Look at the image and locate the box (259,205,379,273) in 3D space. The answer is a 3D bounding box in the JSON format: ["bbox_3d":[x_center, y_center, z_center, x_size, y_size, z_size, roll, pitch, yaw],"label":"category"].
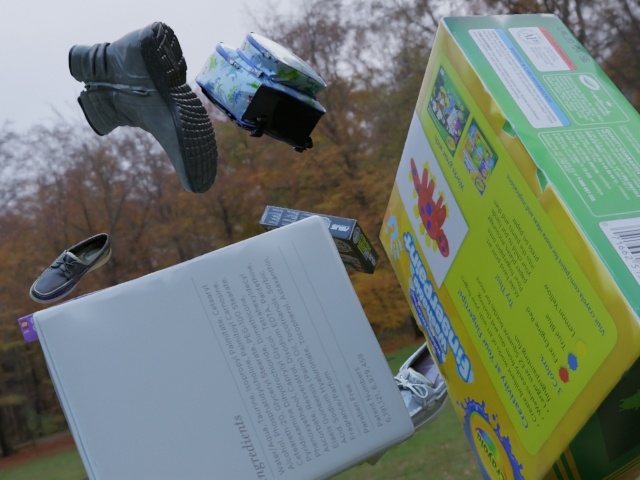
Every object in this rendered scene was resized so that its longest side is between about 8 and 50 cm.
[{"bbox_3d":[0.000,0.000,2.052,0.270,0.060,0.216,10,-22,26],"label":"box"}]

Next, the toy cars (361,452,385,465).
[{"bbox_3d":[0.096,0.463,1.726,0.176,0.087,0.393,-47,-11,-12],"label":"toy cars"}]

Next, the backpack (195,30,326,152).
[{"bbox_3d":[-0.058,-0.155,0.759,0.105,0.114,0.084,11,-66,-55],"label":"backpack"}]

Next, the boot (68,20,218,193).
[{"bbox_3d":[-0.249,-0.173,1.073,0.161,0.246,0.083,-13,12,24],"label":"boot"}]

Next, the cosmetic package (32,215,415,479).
[{"bbox_3d":[-0.148,0.209,1.073,0.394,0.327,0.329,-20,-9,-22],"label":"cosmetic package"}]

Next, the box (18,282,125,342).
[{"bbox_3d":[-0.470,0.138,1.655,0.201,0.057,0.293,-20,-1,27],"label":"box"}]

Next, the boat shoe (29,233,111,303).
[{"bbox_3d":[-0.559,0.054,1.711,0.223,0.080,0.073,-43,-18,-42],"label":"boat shoe"}]

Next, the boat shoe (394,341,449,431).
[{"bbox_3d":[0.224,0.253,1.515,0.320,0.118,0.103,-42,-45,-11],"label":"boat shoe"}]

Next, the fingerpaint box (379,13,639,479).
[{"bbox_3d":[0.240,0.026,0.862,0.163,0.444,0.371,-7,-41,-16],"label":"fingerpaint box"}]
